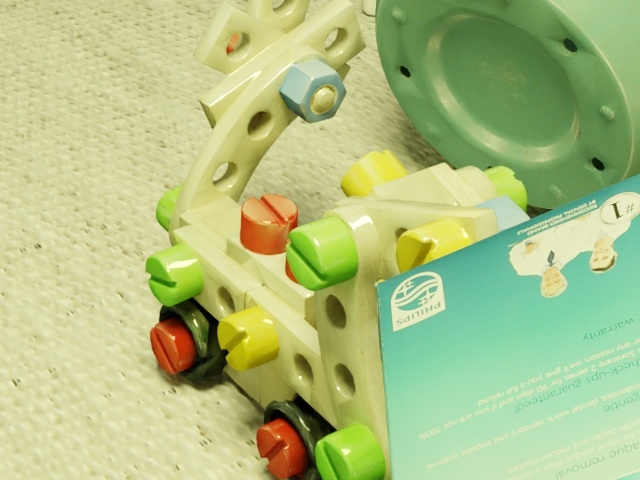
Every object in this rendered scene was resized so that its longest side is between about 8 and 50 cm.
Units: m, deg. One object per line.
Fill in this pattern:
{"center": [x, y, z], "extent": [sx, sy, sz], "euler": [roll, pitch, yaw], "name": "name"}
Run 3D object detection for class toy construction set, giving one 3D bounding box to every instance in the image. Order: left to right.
{"center": [0.000, 0.000, 0.804], "extent": [0.151, 0.215, 0.327], "euler": [-11, 36, -19], "name": "toy construction set"}

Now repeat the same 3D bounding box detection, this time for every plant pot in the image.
{"center": [0.173, -0.159, 1.005], "extent": [0.293, 0.293, 0.235], "euler": [25, 56, 29], "name": "plant pot"}

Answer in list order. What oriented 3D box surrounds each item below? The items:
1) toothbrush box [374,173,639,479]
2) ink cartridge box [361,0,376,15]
{"center": [0.126, 0.154, 0.535], "extent": [0.126, 0.216, 0.295], "euler": [-24, 36, 15], "name": "toothbrush box"}
{"center": [0.141, -0.303, 1.204], "extent": [0.198, 0.272, 0.114], "euler": [8, 35, 8], "name": "ink cartridge box"}
